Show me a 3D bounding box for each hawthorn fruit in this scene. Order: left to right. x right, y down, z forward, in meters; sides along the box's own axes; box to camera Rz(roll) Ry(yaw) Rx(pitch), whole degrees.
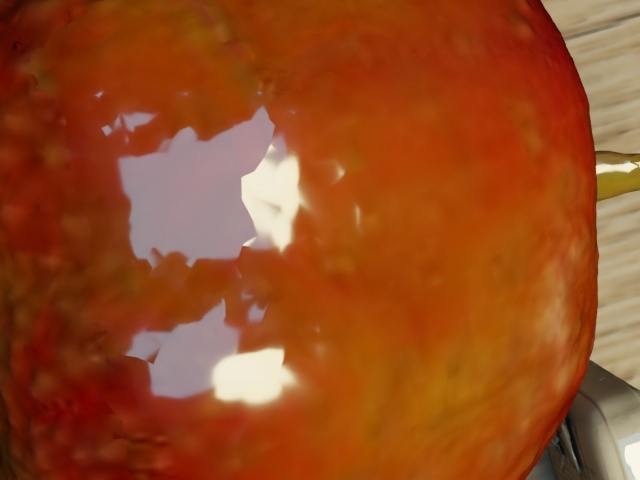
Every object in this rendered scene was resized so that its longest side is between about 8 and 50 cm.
[{"bbox_3d":[0.000,0.000,0.720,0.330,0.287,0.287,-13,96,-13],"label":"hawthorn fruit"}]

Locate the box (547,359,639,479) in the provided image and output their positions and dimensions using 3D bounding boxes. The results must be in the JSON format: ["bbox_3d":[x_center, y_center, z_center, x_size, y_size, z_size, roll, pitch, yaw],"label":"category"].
[{"bbox_3d":[0.154,0.192,0.812,0.044,0.142,0.285,-18,97,-5],"label":"box"}]
